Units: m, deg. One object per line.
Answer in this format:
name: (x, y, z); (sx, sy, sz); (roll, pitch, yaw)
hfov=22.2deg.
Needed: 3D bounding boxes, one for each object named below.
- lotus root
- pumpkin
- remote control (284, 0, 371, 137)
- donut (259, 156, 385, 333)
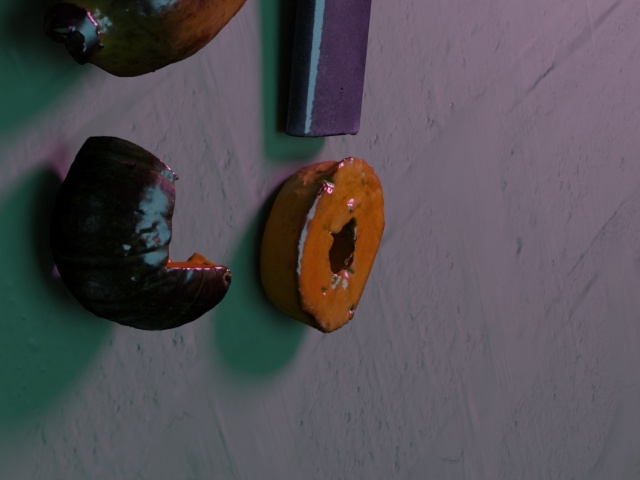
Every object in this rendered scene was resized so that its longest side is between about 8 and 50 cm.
lotus root: (-0.140, -0.218, 1.332); (0.260, 0.128, 0.145); (-50, 121, -46)
pumpkin: (-0.159, 0.014, 1.355); (0.183, 0.119, 0.108); (58, 48, -36)
remote control: (0.018, -0.290, 1.598); (0.107, 0.044, 0.378); (-8, 108, -47)
donut: (0.000, 0.000, 1.637); (0.178, 0.065, 0.162); (-66, 148, -25)
